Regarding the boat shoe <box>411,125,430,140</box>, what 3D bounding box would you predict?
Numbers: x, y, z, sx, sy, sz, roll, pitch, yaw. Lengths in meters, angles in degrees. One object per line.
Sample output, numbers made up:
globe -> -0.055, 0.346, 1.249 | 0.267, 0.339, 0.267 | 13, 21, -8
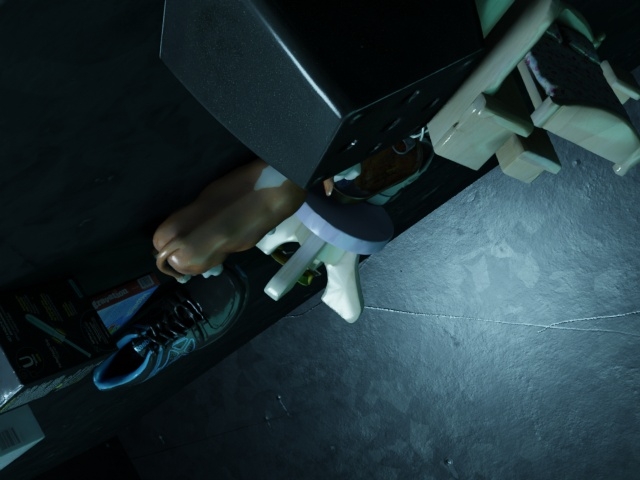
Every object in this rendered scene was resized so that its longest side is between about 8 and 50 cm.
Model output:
boat shoe -> 0.157, -0.195, 1.121 | 0.233, 0.079, 0.084 | -23, 168, -43

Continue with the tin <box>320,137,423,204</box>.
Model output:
tin -> 0.077, -0.125, 1.134 | 0.189, 0.106, 0.040 | -27, 177, -29

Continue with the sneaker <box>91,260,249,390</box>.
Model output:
sneaker -> -0.273, 0.170, 1.341 | 0.341, 0.125, 0.139 | -41, 177, 8

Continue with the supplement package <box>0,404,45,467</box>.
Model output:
supplement package -> -0.599, 0.338, 1.182 | 0.244, 0.134, 0.139 | -37, 170, 24

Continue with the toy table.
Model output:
toy table -> 0.000, 0.000, 1.197 | 0.161, 0.252, 0.274 | -54, 161, 20

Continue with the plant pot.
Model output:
plant pot -> 0.009, -0.152, 0.542 | 0.188, 0.167, 0.187 | -30, 171, -23

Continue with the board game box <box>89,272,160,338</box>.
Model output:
board game box -> -0.387, 0.149, 1.241 | 0.145, 0.027, 0.281 | -24, 167, -43

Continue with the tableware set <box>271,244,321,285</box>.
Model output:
tableware set -> -0.073, 0.030, 1.301 | 0.024, 0.154, 0.104 | -55, 168, 13

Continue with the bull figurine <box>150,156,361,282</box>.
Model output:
bull figurine -> -0.093, -0.045, 0.981 | 0.310, 0.101, 0.188 | -30, 172, -22

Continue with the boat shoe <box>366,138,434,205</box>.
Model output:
boat shoe -> 0.139, -0.136, 1.323 | 0.088, 0.096, 0.267 | -43, 168, 31

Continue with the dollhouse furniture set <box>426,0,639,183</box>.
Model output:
dollhouse furniture set -> 0.271, -0.178, 0.697 | 0.355, 0.303, 0.174 | 18, 134, -25

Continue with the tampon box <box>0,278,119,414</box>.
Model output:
tampon box -> -0.368, 0.134, 0.922 | 0.101, 0.120, 0.161 | -38, 170, 26
